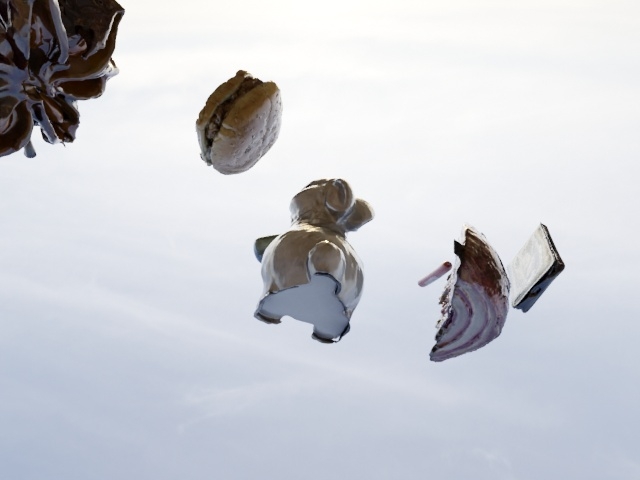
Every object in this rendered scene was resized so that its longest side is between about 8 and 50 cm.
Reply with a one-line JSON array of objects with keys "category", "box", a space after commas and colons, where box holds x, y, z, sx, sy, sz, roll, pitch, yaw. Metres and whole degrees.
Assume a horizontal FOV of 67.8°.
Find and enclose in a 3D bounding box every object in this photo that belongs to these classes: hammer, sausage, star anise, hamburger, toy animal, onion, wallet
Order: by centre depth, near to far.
[{"category": "star anise", "box": [-0.300, -0.177, 0.468, 0.220, 0.126, 0.190, -43, -175, 9]}, {"category": "toy animal", "box": [0.000, 0.000, 0.922, 0.193, 0.258, 0.358, 29, -133, -20]}, {"category": "onion", "box": [0.342, 0.102, 1.054, 0.146, 0.315, 0.280, 12, -139, 18]}, {"category": "hammer", "box": [-0.106, 0.013, 1.198, 0.116, 0.070, 0.194, -10, -174, -3]}, {"category": "wallet", "box": [0.534, 0.067, 1.203, 0.036, 0.167, 0.222, 26, -149, 1]}, {"category": "hamburger", "box": [-0.204, -0.293, 1.246, 0.144, 0.283, 0.260, 35, -104, 2]}, {"category": "sausage", "box": [0.338, 0.104, 1.423, 0.034, 0.253, 0.034, 3, -108, -8]}]
